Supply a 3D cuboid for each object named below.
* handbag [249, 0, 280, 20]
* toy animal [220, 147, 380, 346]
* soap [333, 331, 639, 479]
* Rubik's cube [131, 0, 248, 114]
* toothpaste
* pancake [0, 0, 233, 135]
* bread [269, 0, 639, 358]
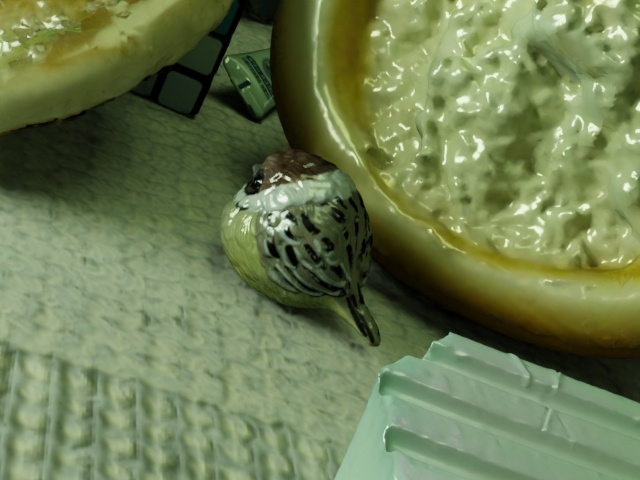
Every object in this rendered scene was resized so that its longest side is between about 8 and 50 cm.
[{"bbox_3d":[-0.051,-0.389,1.436,0.222,0.263,0.241,-24,53,-30],"label":"handbag"},{"bbox_3d":[0.000,0.000,0.891,0.137,0.098,0.098,36,25,21],"label":"toy animal"},{"bbox_3d":[0.143,0.155,0.716,0.289,0.095,0.173,20,25,-13],"label":"soap"},{"bbox_3d":[-0.135,-0.217,1.131,0.154,0.151,0.155,24,24,-8],"label":"Rubik's cube"},{"bbox_3d":[-0.025,-0.157,1.258,0.062,0.039,0.239,61,25,-4],"label":"toothpaste"},{"bbox_3d":[-0.233,-0.215,0.930,0.387,0.082,0.387,2,51,-2],"label":"pancake"},{"bbox_3d":[0.179,-0.107,1.003,0.424,0.329,0.245,28,22,18],"label":"bread"}]
